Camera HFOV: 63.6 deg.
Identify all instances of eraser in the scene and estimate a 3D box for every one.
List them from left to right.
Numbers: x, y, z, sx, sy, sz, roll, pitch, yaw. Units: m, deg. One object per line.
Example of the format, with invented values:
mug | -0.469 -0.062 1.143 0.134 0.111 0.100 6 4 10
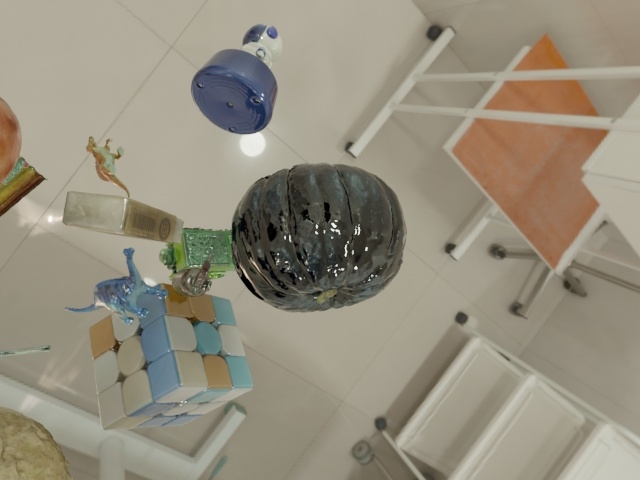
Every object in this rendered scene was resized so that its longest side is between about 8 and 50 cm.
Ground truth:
eraser | -0.451 -0.046 1.228 0.144 0.343 0.078 8 86 6

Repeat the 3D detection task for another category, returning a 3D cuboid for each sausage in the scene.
sausage | -0.767 -0.038 1.115 0.371 0.082 0.082 -45 117 -11

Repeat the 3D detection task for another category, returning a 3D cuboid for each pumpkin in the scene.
pumpkin | 0.000 0.000 1.062 0.363 0.363 0.266 5 64 -24

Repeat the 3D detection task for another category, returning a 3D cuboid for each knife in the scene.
knife | -0.981 0.366 1.706 0.162 0.044 0.023 -3 85 -22

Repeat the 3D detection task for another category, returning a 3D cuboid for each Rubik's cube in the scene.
Rubik's cube | -0.480 0.382 1.666 0.347 0.344 0.346 -32 151 20

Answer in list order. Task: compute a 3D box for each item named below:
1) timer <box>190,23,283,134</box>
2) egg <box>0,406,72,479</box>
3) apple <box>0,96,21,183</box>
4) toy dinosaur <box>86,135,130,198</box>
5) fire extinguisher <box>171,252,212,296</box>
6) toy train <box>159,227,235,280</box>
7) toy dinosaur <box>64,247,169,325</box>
timer | -0.236 -0.574 1.717 0.270 0.270 0.383 37 54 -27
egg | -0.484 0.358 0.706 0.279 0.310 0.279 -51 152 -41
apple | -0.487 -0.141 0.649 0.209 0.209 0.164 38 97 -27
toy dinosaur | -0.628 -0.211 1.498 0.057 0.142 0.212 -8 88 -53
fire extinguisher | -0.323 0.089 1.302 0.075 0.252 0.106 -1 85 -23
toy train | -0.390 0.048 1.712 0.271 0.188 0.159 2 71 -43
toy dinosaur | -0.436 0.126 1.135 0.144 0.076 0.329 38 132 -24
